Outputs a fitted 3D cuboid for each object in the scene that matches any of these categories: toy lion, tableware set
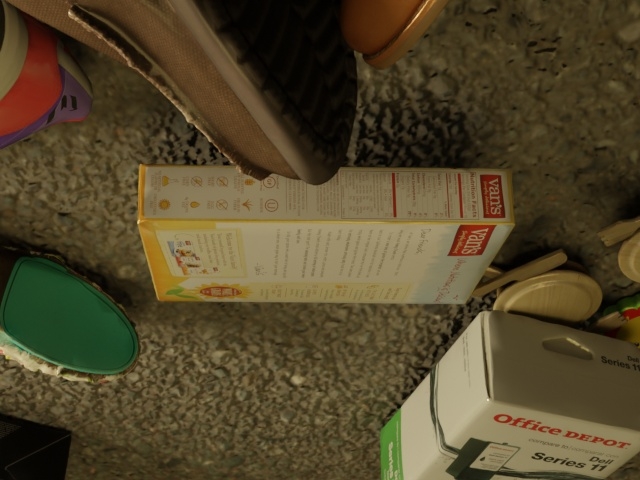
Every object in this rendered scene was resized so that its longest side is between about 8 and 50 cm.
[{"bbox_3d":[0.270,0.089,0.888,0.096,0.034,0.100,31,124,-18],"label":"toy lion"},{"bbox_3d":[0.221,0.017,0.816,0.194,0.039,0.128,-26,137,25],"label":"tableware set"}]

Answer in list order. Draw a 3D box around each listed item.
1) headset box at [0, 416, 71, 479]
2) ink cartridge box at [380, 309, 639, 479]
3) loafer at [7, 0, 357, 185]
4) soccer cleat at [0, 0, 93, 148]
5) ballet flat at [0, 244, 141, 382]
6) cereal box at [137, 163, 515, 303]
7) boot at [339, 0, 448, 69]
[{"bbox_3d":[-0.379,0.277,0.964,0.218,0.110,0.293,18,128,-17],"label":"headset box"},{"bbox_3d":[0.158,0.160,0.883,0.153,0.087,0.208,13,139,-13],"label":"ink cartridge box"},{"bbox_3d":[-0.112,-0.170,0.591,0.130,0.134,0.366,-19,122,36],"label":"loafer"},{"bbox_3d":[-0.299,-0.068,0.679,0.318,0.109,0.116,-17,158,20],"label":"soccer cleat"},{"bbox_3d":[-0.253,0.043,0.799,0.241,0.091,0.077,27,155,-19],"label":"ballet flat"},{"bbox_3d":[0.000,0.000,0.738,0.240,0.047,0.173,0,159,-5],"label":"cereal box"},{"bbox_3d":[-0.008,-0.236,0.531,0.220,0.109,0.283,11,127,-14],"label":"boot"}]
